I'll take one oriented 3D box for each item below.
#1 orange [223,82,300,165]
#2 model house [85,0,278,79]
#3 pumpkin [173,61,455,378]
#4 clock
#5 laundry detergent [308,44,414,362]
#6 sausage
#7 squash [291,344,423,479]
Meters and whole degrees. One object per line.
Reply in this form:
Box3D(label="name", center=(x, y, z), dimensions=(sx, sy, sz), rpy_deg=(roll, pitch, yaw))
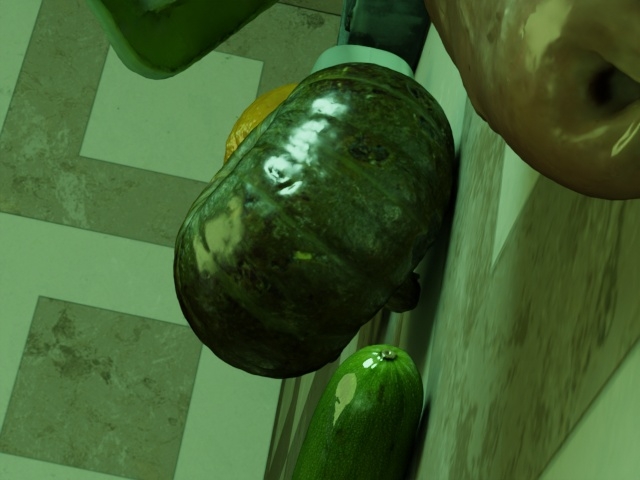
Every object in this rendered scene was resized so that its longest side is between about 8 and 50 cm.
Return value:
Box3D(label="orange", center=(-0.018, -0.075, 1.656), dimensions=(0.177, 0.155, 0.177), rpy_deg=(12, 107, 47))
Box3D(label="model house", center=(0.064, -0.265, 0.632), dimensions=(0.313, 0.242, 0.357), rpy_deg=(-12, 22, 46))
Box3D(label="pumpkin", center=(0.000, 0.000, 1.038), dimensions=(0.219, 0.162, 0.219), rpy_deg=(-50, 12, 14))
Box3D(label="clock", center=(0.083, -0.329, 1.568), dimensions=(0.386, 0.076, 0.386), rpy_deg=(-169, 90, -88))
Box3D(label="laundry detergent", center=(0.013, -0.005, 1.316), dimensions=(0.215, 0.105, 0.280), rpy_deg=(105, 174, -48))
Box3D(label="sausage", center=(0.075, -0.094, 0.555), dimensions=(0.433, 0.088, 0.088), rpy_deg=(-87, 10, -76))
Box3D(label="squash", center=(0.011, 0.165, 0.966), dimensions=(0.066, 0.066, 0.252), rpy_deg=(-82, 3, -56))
